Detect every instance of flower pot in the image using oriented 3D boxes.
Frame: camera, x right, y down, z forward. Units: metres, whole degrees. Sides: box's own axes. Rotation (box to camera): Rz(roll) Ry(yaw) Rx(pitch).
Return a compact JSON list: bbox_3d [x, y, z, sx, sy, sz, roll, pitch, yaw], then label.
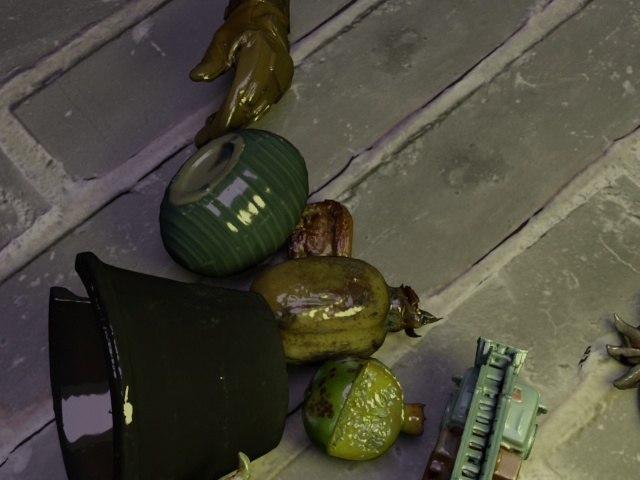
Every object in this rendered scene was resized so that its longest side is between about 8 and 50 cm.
[{"bbox_3d":[-0.126,-0.057,1.618,0.189,0.157,0.243,24,67,45],"label":"flower pot"},{"bbox_3d":[-0.192,0.193,1.434,0.251,0.379,0.379,-4,58,-26],"label":"flower pot"}]

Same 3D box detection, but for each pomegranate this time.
[{"bbox_3d":[0.051,0.225,1.505,0.169,0.122,0.143,7,88,-33],"label":"pomegranate"}]

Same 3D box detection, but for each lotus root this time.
[{"bbox_3d":[0.026,0.097,1.559,0.278,0.154,0.154,-3,61,-10],"label":"lotus root"}]

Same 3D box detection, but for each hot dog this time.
[{"bbox_3d":[0.002,0.001,1.657,0.099,0.065,0.147,-1,63,11],"label":"hot dog"}]

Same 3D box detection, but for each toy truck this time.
[{"bbox_3d":[0.197,0.290,1.422,0.132,0.184,0.338,19,63,10],"label":"toy truck"}]

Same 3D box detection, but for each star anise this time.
[{"bbox_3d":[0.484,0.166,1.553,0.180,0.061,0.205,-13,58,0],"label":"star anise"}]

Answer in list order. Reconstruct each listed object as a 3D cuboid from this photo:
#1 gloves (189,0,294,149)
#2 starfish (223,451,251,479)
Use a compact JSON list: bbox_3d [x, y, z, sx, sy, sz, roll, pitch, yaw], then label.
[{"bbox_3d":[-0.115,-0.275,1.766,0.141,0.154,0.331,6,54,7],"label":"gloves"},{"bbox_3d":[-0.214,0.417,1.294,0.347,0.358,0.078,-11,30,-39],"label":"starfish"}]
